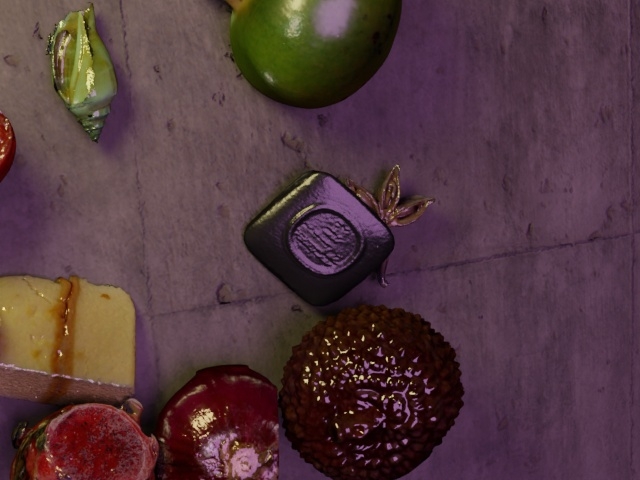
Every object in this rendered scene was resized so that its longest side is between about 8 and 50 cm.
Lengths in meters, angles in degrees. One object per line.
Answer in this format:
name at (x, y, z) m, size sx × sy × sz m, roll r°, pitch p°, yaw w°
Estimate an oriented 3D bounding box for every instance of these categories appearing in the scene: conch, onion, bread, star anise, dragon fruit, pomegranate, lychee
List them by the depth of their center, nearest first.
conch at (-0.356, -0.248, 1.540) m, size 0.095 × 0.079 × 0.201 m, roll -19°, pitch 89°, yaw -8°
dragon fruit at (-0.335, 0.341, 1.544) m, size 0.282 × 0.211 × 0.147 m, roll 37°, pitch 117°, yaw 8°
pomegranate at (-0.030, -0.372, 1.591) m, size 0.358 × 0.216 × 0.310 m, roll 21°, pitch 93°, yaw -26°
bread at (-0.409, 0.156, 1.611) m, size 0.240 × 0.135 × 0.178 m, roll 13°, pitch 60°, yaw -26°
onion at (-0.171, 0.311, 1.651) m, size 0.207 × 0.216 × 0.206 m, roll 0°, pitch 93°, yaw -17°
lychee at (0.080, 0.248, 1.698) m, size 0.306 × 0.330 × 0.306 m, roll 4°, pitch 108°, yaw 12°
star anise at (0.090, -0.038, 1.793) m, size 0.172 × 0.063 × 0.208 m, roll 27°, pitch 93°, yaw -20°

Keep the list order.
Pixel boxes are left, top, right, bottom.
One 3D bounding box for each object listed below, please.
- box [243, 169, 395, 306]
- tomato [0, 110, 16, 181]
box at (0.000, 0.000, 1.733) m, size 0.201 × 0.042 × 0.212 m, roll -44°, pitch 106°, yaw 5°
tomato at (-0.546, -0.133, 1.437) m, size 0.200 × 0.139 × 0.233 m, roll -32°, pitch 76°, yaw -24°
